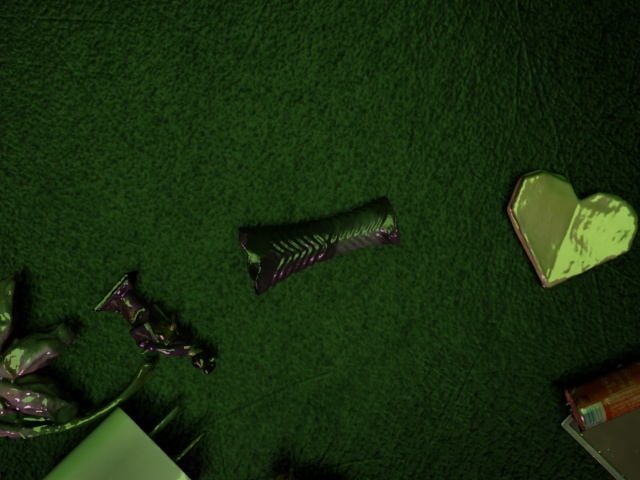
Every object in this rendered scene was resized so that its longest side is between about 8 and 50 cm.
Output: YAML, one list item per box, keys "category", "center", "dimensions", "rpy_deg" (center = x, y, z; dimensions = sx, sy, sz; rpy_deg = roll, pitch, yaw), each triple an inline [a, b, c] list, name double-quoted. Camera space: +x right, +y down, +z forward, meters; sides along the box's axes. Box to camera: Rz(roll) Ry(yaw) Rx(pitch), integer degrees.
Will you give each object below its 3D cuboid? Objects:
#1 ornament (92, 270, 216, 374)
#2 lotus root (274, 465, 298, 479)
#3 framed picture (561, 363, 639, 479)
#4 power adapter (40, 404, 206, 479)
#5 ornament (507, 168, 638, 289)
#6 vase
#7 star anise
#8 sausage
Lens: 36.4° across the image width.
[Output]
- category: "ornament"
  center: [-0.247, 0.139, 1.508]
  dimensions: [0.203, 0.081, 0.088]
  rpy_deg: [39, 92, -7]
- category: "lotus root"
  center: [0.030, 0.478, 1.518]
  dimensions: [0.303, 0.131, 0.146]
  rpy_deg: [46, 67, -6]
- category: "framed picture"
  center: [0.505, 0.313, 1.595]
  dimensions: [0.183, 0.011, 0.142]
  rpy_deg: [44, 90, -4]
- category: "power adapter"
  center: [-0.285, 0.361, 1.470]
  dimensions: [0.187, 0.124, 0.255]
  rpy_deg: [44, 75, 7]
- category: "ornament"
  center: [0.387, -0.008, 1.549]
  dimensions: [0.201, 0.059, 0.180]
  rpy_deg: [20, 93, -2]
- category: "vase"
  center: [0.000, 0.000, 1.506]
  dimensions: [0.238, 0.115, 0.115]
  rpy_deg: [-17, 94, -7]
- category: "star anise"
  center: [-0.480, 0.188, 1.467]
  dimensions: [0.360, 0.139, 0.315]
  rpy_deg: [-36, 101, -1]
- category: "sausage"
  center: [0.521, 0.225, 1.549]
  dimensions: [0.264, 0.083, 0.083]
  rpy_deg: [-21, 94, -3]
